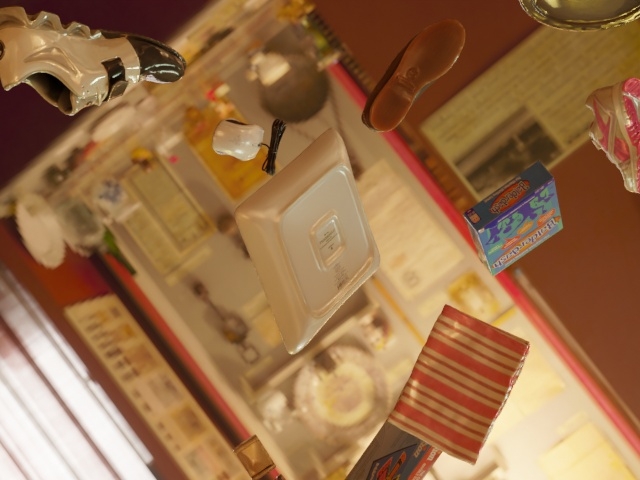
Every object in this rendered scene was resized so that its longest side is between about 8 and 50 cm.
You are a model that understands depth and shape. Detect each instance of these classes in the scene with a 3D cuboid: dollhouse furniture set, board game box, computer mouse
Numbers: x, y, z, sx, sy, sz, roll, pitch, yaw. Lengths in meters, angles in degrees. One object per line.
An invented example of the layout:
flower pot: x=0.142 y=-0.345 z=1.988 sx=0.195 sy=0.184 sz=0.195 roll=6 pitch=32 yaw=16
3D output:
dollhouse furniture set: x=-0.107 y=0.406 z=1.620 sx=0.161 sy=0.182 sz=0.101 roll=-33 pitch=-178 yaw=-9
board game box: x=0.341 y=-0.034 z=1.963 sx=0.160 sy=0.047 sz=0.210 roll=-35 pitch=152 yaw=0
board game box: x=0.124 y=0.325 z=1.716 sx=0.281 sy=0.027 sz=0.145 roll=-57 pitch=-157 yaw=14
computer mouse: x=-0.123 y=-0.172 z=1.995 sx=0.193 sy=0.042 sz=0.106 roll=1 pitch=111 yaw=-58

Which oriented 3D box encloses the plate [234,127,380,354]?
plate: x=0.000 y=0.000 z=1.802 sx=0.045 sy=0.278 sz=0.277 roll=4 pitch=-145 yaw=38

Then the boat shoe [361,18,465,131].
boat shoe: x=0.135 y=-0.253 z=1.702 sx=0.207 sy=0.073 sz=0.073 roll=-47 pitch=-166 yaw=-2

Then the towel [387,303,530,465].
towel: x=0.199 y=0.205 z=1.608 sx=0.197 sy=0.144 sz=0.029 roll=-62 pitch=162 yaw=-11

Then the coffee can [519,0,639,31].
coffee can: x=0.378 y=-0.465 z=1.577 sx=0.201 sy=0.275 sz=0.201 roll=3 pitch=157 yaw=1

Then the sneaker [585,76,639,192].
sneaker: x=0.611 y=-0.214 z=2.278 sx=0.111 sy=0.252 sz=0.103 roll=7 pitch=-145 yaw=44

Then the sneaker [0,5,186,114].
sneaker: x=-0.366 y=-0.263 z=1.789 sx=0.330 sy=0.146 sz=0.122 roll=6 pitch=167 yaw=-36
